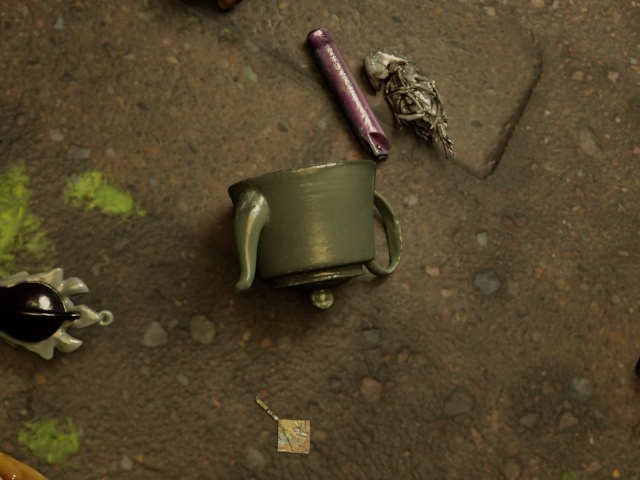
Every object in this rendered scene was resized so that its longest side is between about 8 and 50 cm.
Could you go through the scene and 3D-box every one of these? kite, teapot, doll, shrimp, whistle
[{"bbox_3d":[-0.044,0.205,1.079,0.078,0.002,0.044,25,72,-5],"label":"kite"},{"bbox_3d":[0.000,0.000,1.075,0.239,0.162,0.149,-6,85,-43],"label":"teapot"},{"bbox_3d":[-0.312,0.071,1.028,0.195,0.070,0.096,7,90,-2],"label":"doll"},{"bbox_3d":[0.112,-0.163,1.180,0.065,0.057,0.165,-22,70,-31],"label":"shrimp"},{"bbox_3d":[0.034,-0.173,1.178,0.033,0.033,0.177,-25,82,-16],"label":"whistle"}]

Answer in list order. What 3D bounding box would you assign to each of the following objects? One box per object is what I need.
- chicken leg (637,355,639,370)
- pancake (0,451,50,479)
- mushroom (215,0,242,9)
[{"bbox_3d":[0.478,0.131,1.173,0.233,0.063,0.105,1,80,-13],"label":"chicken leg"},{"bbox_3d":[-0.424,0.263,0.960,0.212,0.056,0.257,43,72,2],"label":"pancake"},{"bbox_3d":[-0.107,-0.329,1.157,0.126,0.109,0.085,-36,80,-34],"label":"mushroom"}]
